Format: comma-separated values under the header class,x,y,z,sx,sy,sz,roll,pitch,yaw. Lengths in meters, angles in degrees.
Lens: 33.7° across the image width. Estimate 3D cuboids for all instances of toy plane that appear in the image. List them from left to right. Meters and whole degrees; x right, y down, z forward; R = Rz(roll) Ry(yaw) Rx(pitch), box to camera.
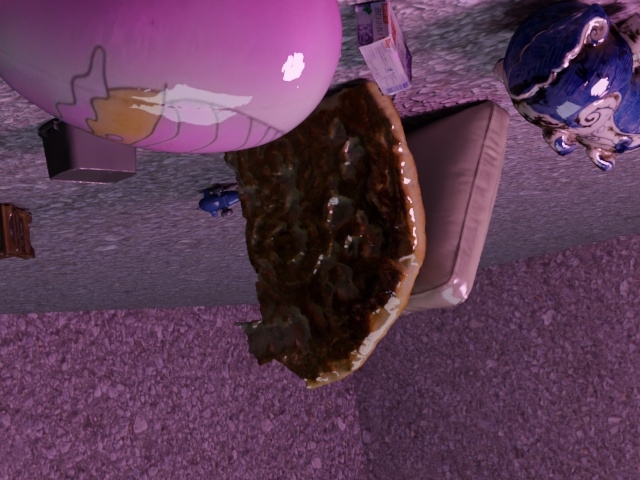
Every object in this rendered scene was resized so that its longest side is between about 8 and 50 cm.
class,x,y,z,sx,sy,sz,roll,pitch,yaw
toy plane,-0.143,-0.078,1.817,0.167,0.054,0.062,-12,-165,31

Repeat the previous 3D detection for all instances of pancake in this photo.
class,x,y,z,sx,sy,sz,roll,pitch,yaw
pancake,0.005,0.000,1.421,0.305,0.427,0.067,4,-164,32

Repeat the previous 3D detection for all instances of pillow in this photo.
class,x,y,z,sx,sy,sz,roll,pitch,yaw
pillow,0.146,-0.036,1.516,0.120,0.322,0.255,34,150,-27

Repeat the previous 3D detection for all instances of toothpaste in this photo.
class,x,y,z,sx,sy,sz,roll,pitch,yaw
toothpaste,0.072,-0.206,1.155,0.040,0.047,0.196,-6,171,11

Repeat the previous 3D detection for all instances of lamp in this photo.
class,x,y,z,sx,sy,sz,roll,pitch,yaw
lamp,-0.654,0.010,1.784,0.325,0.089,0.090,-9,171,9

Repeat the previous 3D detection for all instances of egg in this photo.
class,x,y,z,sx,sy,sz,roll,pitch,yaw
egg,-0.116,-0.159,0.807,0.271,0.196,0.196,-11,173,-24

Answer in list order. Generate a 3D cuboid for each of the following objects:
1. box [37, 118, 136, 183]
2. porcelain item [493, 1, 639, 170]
class,x,y,z,sx,sy,sz,roll,pitch,yaw
box,-0.294,-0.114,1.357,0.122,0.069,0.084,1,166,-44
porcelain item,0.326,-0.188,1.192,0.186,0.138,0.288,-43,149,24
